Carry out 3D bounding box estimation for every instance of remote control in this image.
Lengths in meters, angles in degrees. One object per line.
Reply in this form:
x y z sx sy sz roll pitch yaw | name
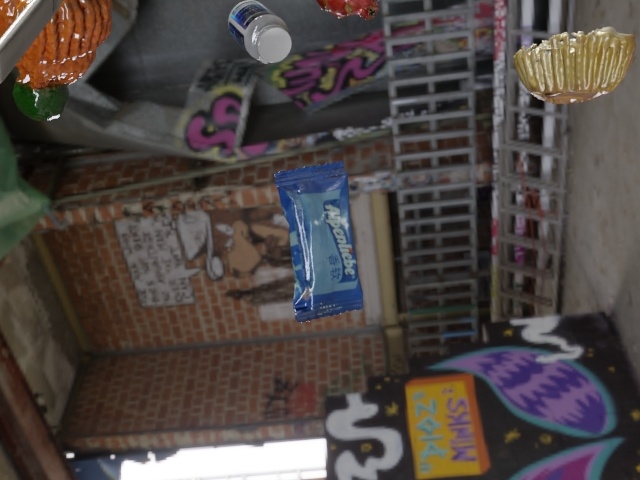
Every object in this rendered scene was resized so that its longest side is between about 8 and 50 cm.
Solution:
-0.499 -0.363 1.345 0.067 0.029 0.260 113 174 -48 | remote control

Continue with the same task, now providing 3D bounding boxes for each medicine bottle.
-0.136 -0.473 1.813 0.191 0.107 0.107 -128 23 -51 | medicine bottle

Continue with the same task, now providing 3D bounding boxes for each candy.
0.000 0.000 1.699 0.077 0.187 0.331 -3 96 58 | candy

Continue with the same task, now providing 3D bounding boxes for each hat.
-0.627 -0.458 1.902 0.285 0.286 0.400 -91 4 -48 | hat

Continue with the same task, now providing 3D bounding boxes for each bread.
0.558 -0.382 1.755 0.274 0.274 0.149 -54 -36 -83 | bread

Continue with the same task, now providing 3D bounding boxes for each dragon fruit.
0.052 -0.524 1.635 0.136 0.166 0.133 -43 -11 -32 | dragon fruit
